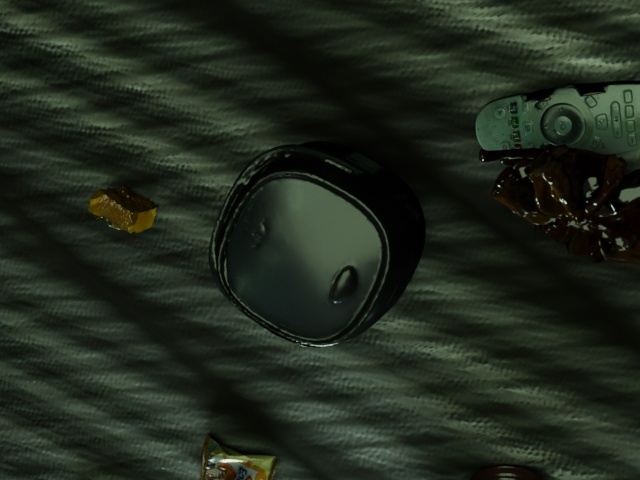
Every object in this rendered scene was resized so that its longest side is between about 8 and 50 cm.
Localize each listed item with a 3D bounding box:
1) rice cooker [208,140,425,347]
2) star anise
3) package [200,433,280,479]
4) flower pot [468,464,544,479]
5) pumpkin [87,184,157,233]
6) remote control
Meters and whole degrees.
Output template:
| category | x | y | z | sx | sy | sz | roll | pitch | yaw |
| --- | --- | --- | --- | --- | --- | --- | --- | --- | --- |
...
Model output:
| category | x | y | z | sx | sy | sz | roll | pitch | yaw |
| --- | --- | --- | --- | --- | --- | --- | --- | --- | --- |
| rice cooker | 0.000 | 0.000 | 1.445 | 0.267 | 0.224 | 0.267 | 4 | 104 | 15 |
| star anise | 0.326 | -0.054 | 1.368 | 0.220 | 0.190 | 0.126 | 41 | 77 | -36 |
| package | -0.124 | 0.351 | 1.650 | 0.120 | 0.031 | 0.108 | 15 | 105 | 12 |
| flower pot | 0.254 | 0.372 | 1.521 | 0.111 | 0.111 | 0.089 | -1 | 116 | 16 |
| pumpkin | -0.280 | -0.040 | 1.589 | 0.074 | 0.083 | 0.054 | 31 | 104 | 11 |
| remote control | 0.323 | -0.153 | 1.418 | 0.256 | 0.045 | 0.097 | -2 | 107 | 19 |
